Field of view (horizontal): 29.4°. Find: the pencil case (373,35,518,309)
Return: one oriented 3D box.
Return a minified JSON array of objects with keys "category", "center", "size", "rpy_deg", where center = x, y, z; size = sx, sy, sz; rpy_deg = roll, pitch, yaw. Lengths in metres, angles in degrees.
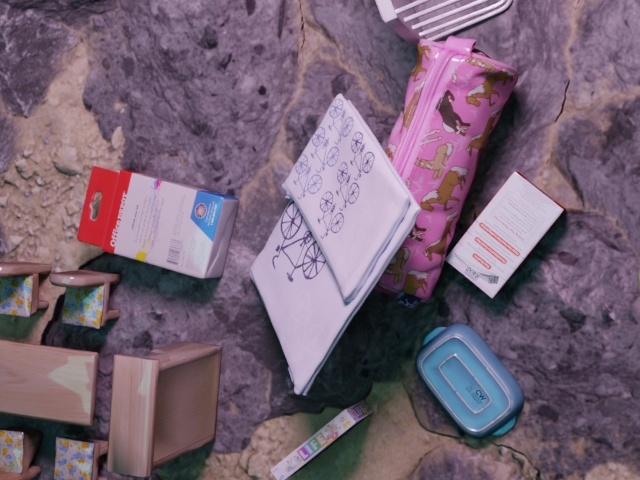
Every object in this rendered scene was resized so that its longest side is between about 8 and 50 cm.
[{"category":"pencil case","center":[0.150,-0.103,1.763],"size":[0.160,0.167,0.386],"rpy_deg":[20,97,-14]}]

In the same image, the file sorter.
[{"category":"file sorter","center":[0.159,-0.400,1.704],"size":[0.173,0.278,0.192],"rpy_deg":[-21,86,13]}]

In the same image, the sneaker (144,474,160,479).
[{"category":"sneaker","center":[-0.291,0.438,1.990],"size":[0.057,0.047,0.119],"rpy_deg":[8,93,28]}]

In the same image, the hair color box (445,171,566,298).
[{"category":"hair color box","center":[0.272,-0.009,1.794],"size":[0.093,0.053,0.167],"rpy_deg":[40,101,11]}]

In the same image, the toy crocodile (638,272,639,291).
[{"category":"toy crocodile","center":[0.600,0.061,1.634],"size":[0.341,0.105,0.115],"rpy_deg":[-8,90,22]}]

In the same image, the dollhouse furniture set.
[{"category":"dollhouse furniture set","center":[-0.387,0.233,1.900],"size":[0.394,0.256,0.362],"rpy_deg":[5,93,17]}]

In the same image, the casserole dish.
[{"category":"casserole dish","center":[0.219,0.213,1.826],"size":[0.114,0.037,0.188],"rpy_deg":[-41,81,15]}]

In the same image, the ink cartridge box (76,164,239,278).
[{"category":"ink cartridge box","center":[-0.260,-0.032,1.944],"size":[0.231,0.078,0.134],"rpy_deg":[16,96,16]}]

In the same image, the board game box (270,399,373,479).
[{"category":"board game box","center":[0.003,0.305,1.860],"size":[0.154,0.103,0.026],"rpy_deg":[-40,80,14]}]

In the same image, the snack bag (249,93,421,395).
[{"category":"snack bag","center":[0.000,0.000,1.761],"size":[0.342,0.037,0.323],"rpy_deg":[-59,32,23]}]
